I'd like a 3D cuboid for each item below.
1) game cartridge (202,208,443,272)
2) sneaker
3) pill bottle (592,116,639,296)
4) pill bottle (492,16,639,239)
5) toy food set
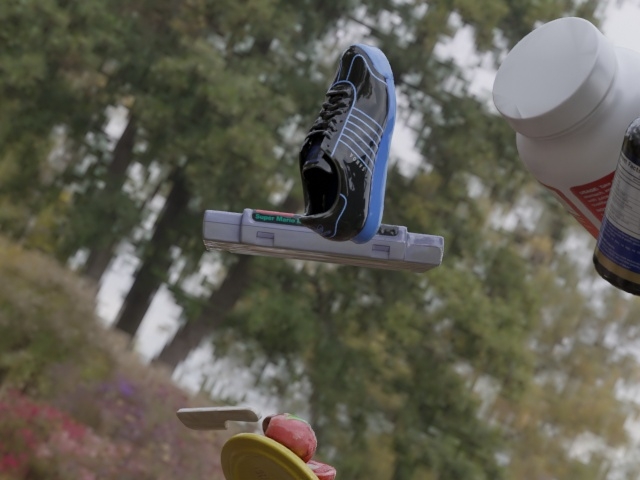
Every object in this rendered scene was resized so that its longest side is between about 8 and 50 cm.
[{"bbox_3d":[0.000,0.000,2.317,0.355,0.068,0.230,6,-9,-3],"label":"game cartridge"},{"bbox_3d":[0.024,-0.114,1.684,0.090,0.232,0.081,14,-17,-41],"label":"sneaker"},{"bbox_3d":[0.366,-0.057,1.582,0.123,0.219,0.123,9,25,-4],"label":"pill bottle"},{"bbox_3d":[0.429,-0.129,2.180,0.229,0.229,0.407,12,-22,51],"label":"pill bottle"},{"bbox_3d":[-0.018,0.213,1.383,0.128,0.071,0.218,-20,-72,51],"label":"toy food set"}]
